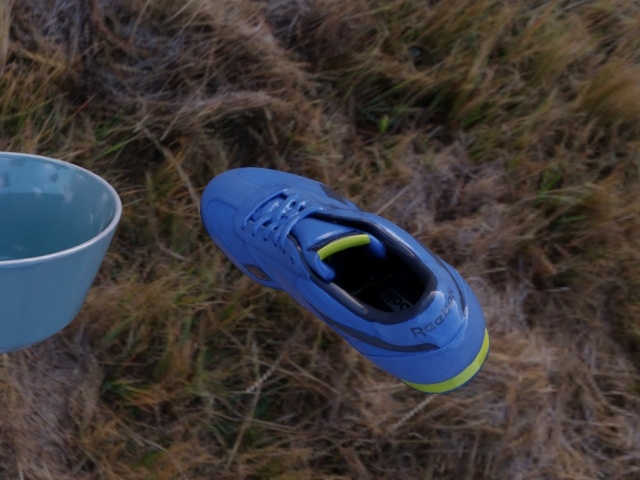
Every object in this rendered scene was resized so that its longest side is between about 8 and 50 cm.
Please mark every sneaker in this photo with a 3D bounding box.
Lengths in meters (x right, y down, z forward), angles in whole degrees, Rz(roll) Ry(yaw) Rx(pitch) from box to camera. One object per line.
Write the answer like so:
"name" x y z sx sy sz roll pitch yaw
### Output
"sneaker" 0.000 0.000 0.546 0.069 0.209 0.082 -48 141 -10

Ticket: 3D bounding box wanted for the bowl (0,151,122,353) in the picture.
"bowl" -0.399 0.025 1.248 0.311 0.311 0.163 -5 118 -24
